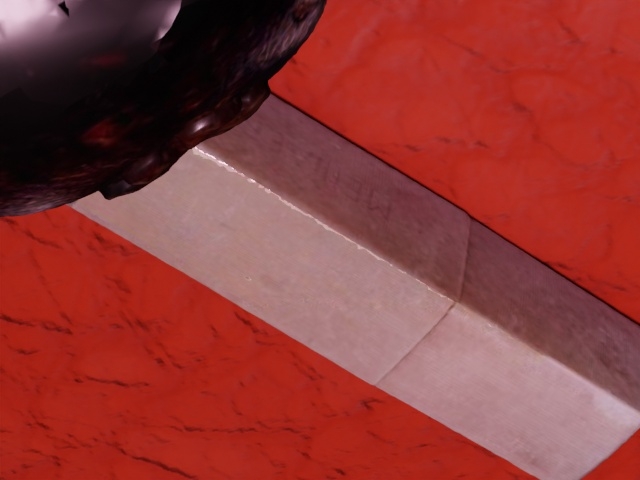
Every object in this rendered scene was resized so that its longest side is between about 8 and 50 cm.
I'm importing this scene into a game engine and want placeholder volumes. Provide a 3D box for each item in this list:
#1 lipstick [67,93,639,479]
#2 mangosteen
[{"bbox_3d":[0.000,0.000,1.008,0.371,0.076,0.080,32,126,-14],"label":"lipstick"},{"bbox_3d":[-0.132,-0.149,0.813,0.287,0.288,0.233,-9,163,18],"label":"mangosteen"}]
